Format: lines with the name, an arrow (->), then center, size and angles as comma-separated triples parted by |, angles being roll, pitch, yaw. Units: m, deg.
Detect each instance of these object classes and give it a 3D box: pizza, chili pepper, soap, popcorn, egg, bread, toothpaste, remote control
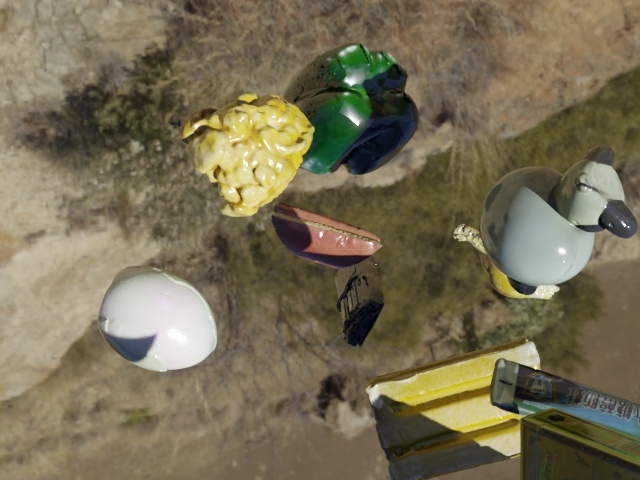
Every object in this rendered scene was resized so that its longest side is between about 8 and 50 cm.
pizza -> 0.339, 0.048, 1.627 | 0.204, 0.188, 0.080 | 23, 108, -36
chili pepper -> 0.051, -0.252, 1.624 | 0.249, 0.233, 0.257 | -12, 167, -26
soap -> 0.254, 0.306, 1.527 | 0.315, 0.199, 0.091 | -18, -177, 6
popcorn -> -0.090, -0.122, 1.142 | 0.140, 0.163, 0.194 | -28, 170, 33
egg -> -0.292, 0.148, 1.553 | 0.217, 0.183, 0.183 | 20, 152, 2
bread -> 0.000, 0.001, 1.449 | 0.193, 0.067, 0.119 | 17, 155, -7
toothpaste -> 0.419, 0.246, 1.124 | 0.392, 0.098, 0.061 | 18, 125, 8
remote control -> 0.080, 0.116, 1.917 | 0.062, 0.399, 0.144 | 25, 104, -9

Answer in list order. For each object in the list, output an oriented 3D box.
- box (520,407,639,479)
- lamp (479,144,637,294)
box -> 0.330, 0.294, 0.974 | 0.064, 0.140, 0.220 | -8, -168, -31
lamp -> 0.361, -0.036, 1.319 | 0.198, 0.197, 0.244 | 5, 153, -35
